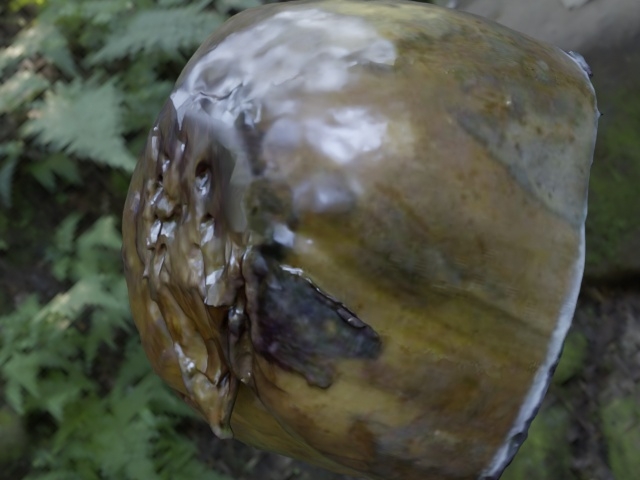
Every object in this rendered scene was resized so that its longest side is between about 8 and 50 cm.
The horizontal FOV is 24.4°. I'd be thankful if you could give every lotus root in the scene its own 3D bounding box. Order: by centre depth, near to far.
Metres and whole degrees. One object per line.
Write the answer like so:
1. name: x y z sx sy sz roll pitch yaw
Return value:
1. lotus root: 0.000 0.000 0.731 0.272 0.192 0.272 -22 63 51
